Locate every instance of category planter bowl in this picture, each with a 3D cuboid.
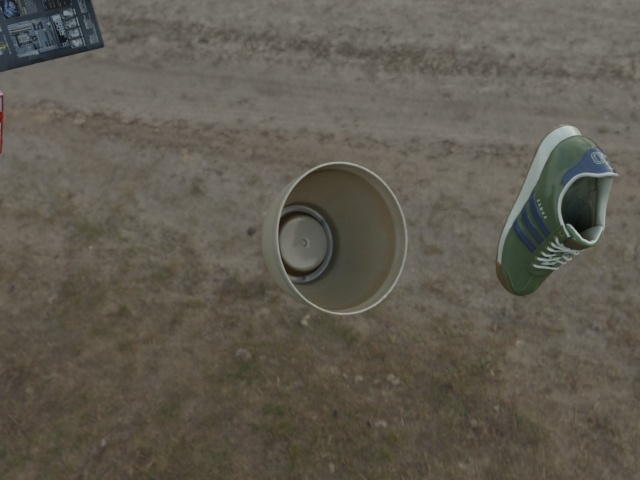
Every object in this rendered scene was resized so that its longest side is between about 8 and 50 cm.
[{"bbox_3d":[0.000,0.000,0.822,0.162,0.162,0.109,-44,18,-24],"label":"planter bowl"}]

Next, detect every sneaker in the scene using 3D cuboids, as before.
[{"bbox_3d":[0.233,-0.010,0.727,0.064,0.192,0.086,-2,32,-22],"label":"sneaker"}]

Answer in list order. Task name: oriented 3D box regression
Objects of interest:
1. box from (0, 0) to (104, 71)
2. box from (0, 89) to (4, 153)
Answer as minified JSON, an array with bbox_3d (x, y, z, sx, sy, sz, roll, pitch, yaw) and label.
[{"bbox_3d":[-0.470,-0.405,1.184,0.183,0.233,0.059,-19,36,-14],"label":"box"},{"bbox_3d":[-0.608,-0.180,1.067,0.256,0.128,0.123,-21,61,-37],"label":"box"}]
